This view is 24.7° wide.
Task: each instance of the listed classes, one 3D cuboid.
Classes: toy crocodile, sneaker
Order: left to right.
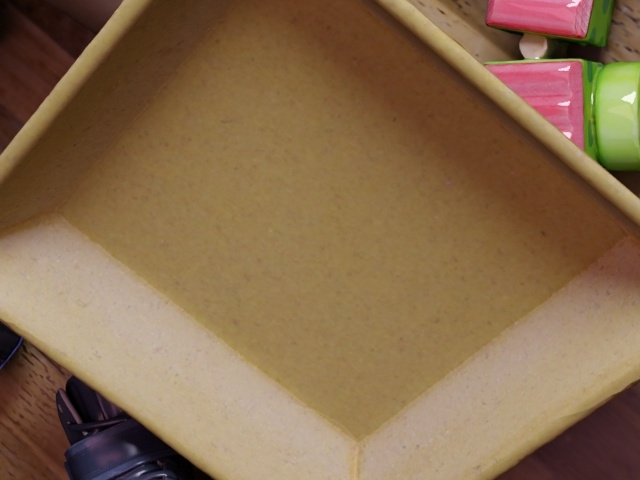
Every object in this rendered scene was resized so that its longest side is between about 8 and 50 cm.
[{"bbox_3d":[-0.120,0.152,0.911,0.086,0.226,0.164,-17,83,-4],"label":"sneaker"},{"bbox_3d":[0.133,-0.131,0.836,0.115,0.105,0.341,6,97,22],"label":"toy crocodile"}]

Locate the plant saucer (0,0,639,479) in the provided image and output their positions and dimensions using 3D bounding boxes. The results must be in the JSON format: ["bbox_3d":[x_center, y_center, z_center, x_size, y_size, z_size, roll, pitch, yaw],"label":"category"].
[{"bbox_3d":[0.000,0.000,0.815,0.332,0.081,0.333,39,126,-12],"label":"plant saucer"}]

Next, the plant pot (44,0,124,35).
[{"bbox_3d":[-0.078,-0.206,0.865,0.229,0.263,0.263,45,110,-6],"label":"plant pot"}]

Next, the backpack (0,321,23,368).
[{"bbox_3d":[-0.261,0.039,1.021,0.114,0.084,0.105,37,113,-20],"label":"backpack"}]
